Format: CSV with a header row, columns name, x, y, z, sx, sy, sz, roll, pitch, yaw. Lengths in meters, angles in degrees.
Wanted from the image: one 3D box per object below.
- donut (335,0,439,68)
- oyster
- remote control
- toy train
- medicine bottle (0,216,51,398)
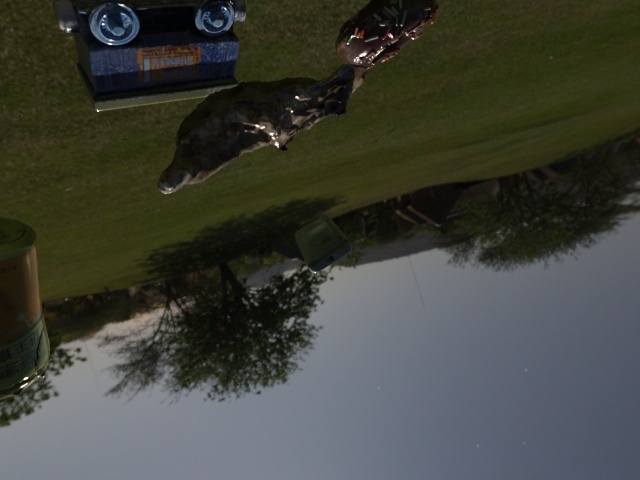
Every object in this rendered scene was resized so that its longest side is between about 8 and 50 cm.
name,x,y,z,sx,sy,sz,roll,pitch,yaw
donut,0.158,-0.504,0.999,0.270,0.103,0.269,-29,-171,5
oyster,-0.113,-0.207,0.710,0.396,0.110,0.204,-31,-144,-19
remote control,0.000,0.000,0.474,0.053,0.017,0.124,-33,-161,-1
toy train,-0.274,-0.344,0.716,0.300,0.131,0.202,-20,155,-29
medicine bottle,-0.425,0.096,0.539,0.124,0.238,0.124,7,-154,-4
